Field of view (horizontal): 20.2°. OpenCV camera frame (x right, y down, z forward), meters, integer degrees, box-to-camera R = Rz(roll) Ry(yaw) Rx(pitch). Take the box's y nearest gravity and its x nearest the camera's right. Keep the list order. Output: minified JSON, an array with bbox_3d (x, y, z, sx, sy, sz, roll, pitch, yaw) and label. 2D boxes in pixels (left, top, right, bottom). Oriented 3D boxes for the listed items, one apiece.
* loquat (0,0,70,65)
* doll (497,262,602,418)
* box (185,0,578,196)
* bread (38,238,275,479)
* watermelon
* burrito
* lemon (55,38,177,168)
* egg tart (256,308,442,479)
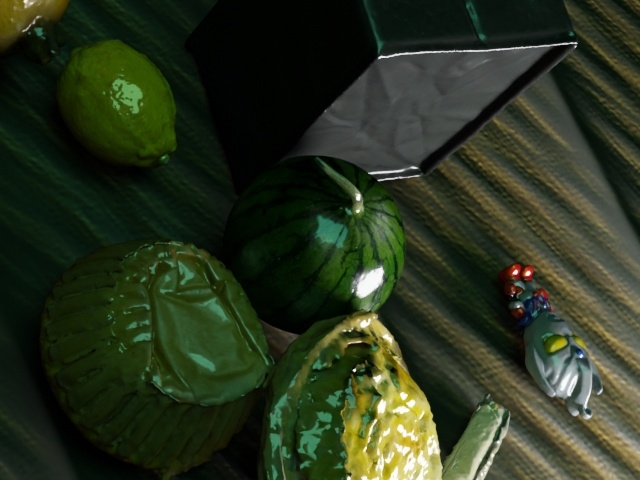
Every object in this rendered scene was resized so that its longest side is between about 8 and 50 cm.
[{"bbox_3d":[-0.337,-0.270,1.800,0.213,0.213,0.246,-29,77,-37],"label":"loquat"},{"bbox_3d":[0.256,0.113,2.000,0.104,0.062,0.194,31,31,-60],"label":"doll"},{"bbox_3d":[0.055,-0.211,1.895,0.251,0.345,0.204,-7,70,-31],"label":"box"},{"bbox_3d":[-0.156,0.099,1.730,0.240,0.139,0.240,15,54,-21],"label":"bread"},{"bbox_3d":[0.000,0.000,1.822,0.188,0.215,0.188,17,56,-26],"label":"watermelon"},{"bbox_3d":[0.151,0.239,1.886,0.045,0.041,0.185,25,50,14],"label":"burrito"},{"bbox_3d":[-0.207,-0.138,1.851,0.114,0.114,0.155,-36,87,-38],"label":"lemon"},{"bbox_3d":[0.049,0.206,1.734,0.291,0.107,0.290,13,75,-57],"label":"egg tart"}]
